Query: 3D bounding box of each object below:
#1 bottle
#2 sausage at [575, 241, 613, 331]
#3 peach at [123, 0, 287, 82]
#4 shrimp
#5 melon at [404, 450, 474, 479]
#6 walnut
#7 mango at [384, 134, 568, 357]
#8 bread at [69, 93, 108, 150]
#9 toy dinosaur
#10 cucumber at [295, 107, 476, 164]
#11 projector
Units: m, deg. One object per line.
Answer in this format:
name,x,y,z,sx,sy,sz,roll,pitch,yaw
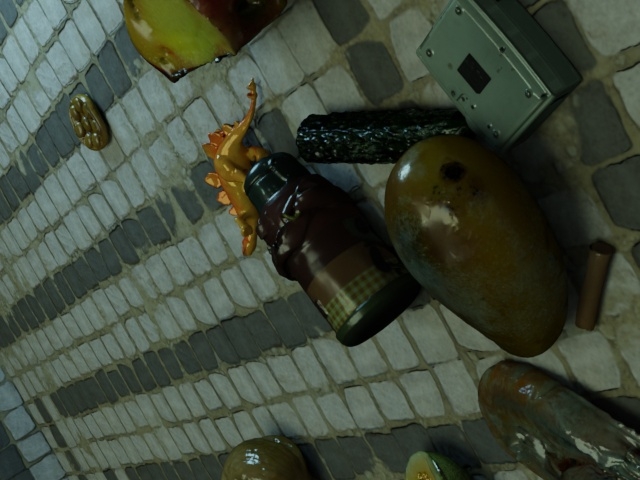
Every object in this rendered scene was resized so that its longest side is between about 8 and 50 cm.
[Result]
bottle,0.000,0.000,1.332,0.271,0.143,0.156,51,146,15
sausage,0.292,0.052,1.091,0.026,0.026,0.116,33,139,34
peach,-0.150,-0.306,1.278,0.159,0.154,0.267,57,158,-13
shrimp,0.303,0.248,1.204,0.316,0.062,0.164,23,137,48
melon,0.179,0.353,1.446,0.160,0.079,0.128,113,140,-52
walnut,-0.093,0.415,1.793,0.166,0.149,0.166,17,155,8
mango,0.174,0.022,1.098,0.193,0.146,0.316,36,161,52
bread,-0.416,-0.211,1.823,0.110,0.024,0.110,32,138,34
toy dinosaur,-0.125,-0.108,1.484,0.117,0.070,0.288,27,130,40
cucumber,0.082,-0.122,1.197,0.293,0.067,0.068,5,120,49
projector,0.174,-0.176,1.034,0.147,0.061,0.115,53,148,11
